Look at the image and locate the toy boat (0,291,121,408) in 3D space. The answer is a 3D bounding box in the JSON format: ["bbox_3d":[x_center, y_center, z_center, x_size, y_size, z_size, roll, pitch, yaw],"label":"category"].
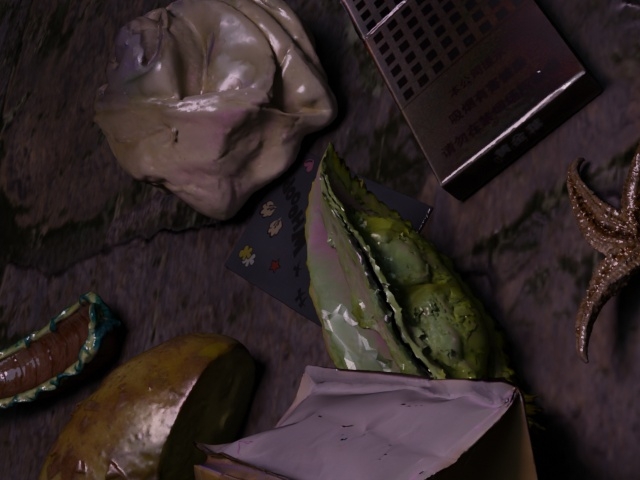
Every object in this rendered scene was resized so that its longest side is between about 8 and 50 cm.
[{"bbox_3d":[-0.371,0.158,1.358,0.292,0.099,0.109,-25,52,21],"label":"toy boat"}]

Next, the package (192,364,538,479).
[{"bbox_3d":[0.015,0.222,0.818,0.311,0.165,0.222,-5,95,62],"label":"package"}]

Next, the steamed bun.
[{"bbox_3d":[-0.145,-0.191,1.254,0.280,0.207,0.268,-43,45,15],"label":"steamed bun"}]

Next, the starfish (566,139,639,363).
[{"bbox_3d":[0.270,-0.002,0.894,0.213,0.057,0.238,24,82,54],"label":"starfish"}]

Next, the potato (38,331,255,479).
[{"bbox_3d":[-0.187,0.216,1.125,0.298,0.141,0.176,-51,59,8],"label":"potato"}]

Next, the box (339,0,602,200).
[{"bbox_3d":[0.145,-0.213,1.120,0.180,0.047,0.325,-39,48,19],"label":"box"}]

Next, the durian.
[{"bbox_3d":[0.070,0.090,0.934,0.158,0.169,0.352,-35,61,10],"label":"durian"}]

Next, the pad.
[{"bbox_3d":[0.000,0.000,1.169,0.245,0.006,0.170,28,89,46],"label":"pad"}]
